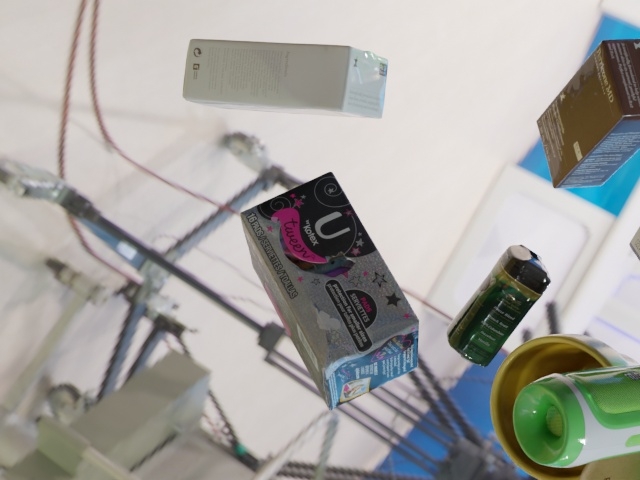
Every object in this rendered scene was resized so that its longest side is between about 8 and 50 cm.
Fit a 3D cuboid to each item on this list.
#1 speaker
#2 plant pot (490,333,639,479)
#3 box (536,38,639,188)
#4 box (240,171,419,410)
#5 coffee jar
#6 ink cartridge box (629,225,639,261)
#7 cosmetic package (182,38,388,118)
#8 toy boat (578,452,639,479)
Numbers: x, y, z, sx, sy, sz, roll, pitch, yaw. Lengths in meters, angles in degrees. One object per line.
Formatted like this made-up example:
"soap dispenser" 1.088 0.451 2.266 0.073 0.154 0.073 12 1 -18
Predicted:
"speaker" 0.411 0.234 1.560 0.296 0.131 0.131 -2 125 -32
"plant pot" 0.465 0.284 1.990 0.239 0.254 0.254 -1 120 -52
"box" 0.636 -0.277 2.567 0.143 0.191 0.381 -4 159 -16
"box" 0.015 0.064 1.486 0.142 0.247 0.163 -26 154 -10
"coffee jar" 0.272 0.097 1.723 0.184 0.079 0.096 -56 -173 18
"ink cartridge box" 0.667 -0.065 1.915 0.324 0.071 0.330 -87 -159 -69
"cosmetic package" -0.044 -0.202 1.424 0.117 0.231 0.085 -1 99 -62
"toy boat" 0.427 0.420 1.715 0.318 0.148 0.267 -26 -147 52
